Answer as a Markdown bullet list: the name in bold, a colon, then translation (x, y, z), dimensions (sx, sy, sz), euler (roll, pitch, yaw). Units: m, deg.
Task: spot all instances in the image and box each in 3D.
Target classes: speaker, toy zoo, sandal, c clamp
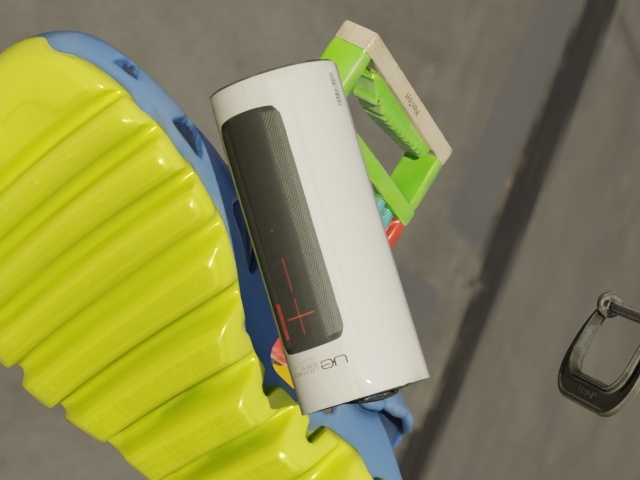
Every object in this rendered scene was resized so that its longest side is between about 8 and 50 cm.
- **speaker**: translation (0.000, 0.000, 0.793), dimensions (0.055, 0.055, 0.136), euler (-5, 78, -67)
- **toy zoo**: translation (-0.019, 0.014, 1.379), dimensions (0.293, 0.030, 0.192), euler (-58, 151, -9)
- **sandal**: translation (-0.051, 0.042, 0.890), dimensions (0.317, 0.126, 0.138), euler (60, 22, -20)
- **c clamp**: translation (0.245, 0.077, 1.586), dimensions (0.137, 0.022, 0.160), euler (-65, -162, -6)
